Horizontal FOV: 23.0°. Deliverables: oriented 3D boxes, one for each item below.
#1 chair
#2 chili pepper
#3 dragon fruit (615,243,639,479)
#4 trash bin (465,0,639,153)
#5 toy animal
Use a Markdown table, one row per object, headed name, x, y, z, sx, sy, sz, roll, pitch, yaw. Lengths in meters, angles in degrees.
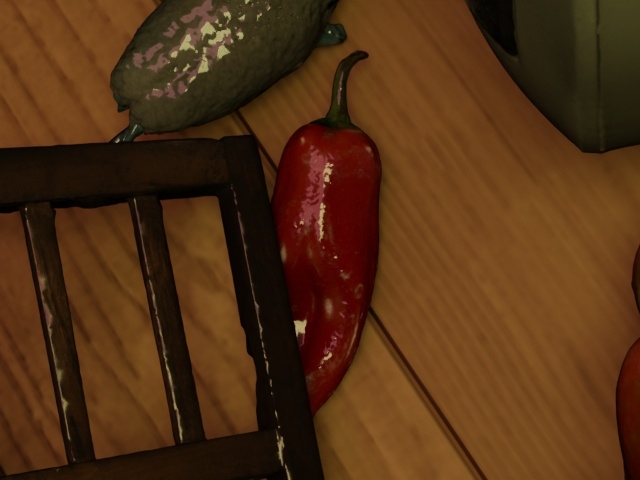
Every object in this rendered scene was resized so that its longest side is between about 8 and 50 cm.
| name | x | y | z | sx | sy | sz | roll | pitch | yaw |
| --- | --- | --- | --- | --- | --- | --- | --- | --- | --- |
| chair | -0.022 | 0.145 | 0.605 | 0.203 | 0.240 | 0.416 | -7 | 85 | -29 |
| chili pepper | -0.001 | 0.000 | 0.767 | 0.059 | 0.050 | 0.191 | 7 | 90 | 12 |
| dragon fruit | 0.209 | 0.129 | 0.600 | 0.307 | 0.227 | 0.243 | 39 | 75 | 20 |
| trash bin | 0.255 | -0.176 | 0.617 | 0.432 | 0.280 | 0.280 | 0 | 82 | 11 |
| toy animal | -0.082 | -0.072 | 0.784 | 0.253 | 0.079 | 0.070 | -39 | 74 | 6 |
